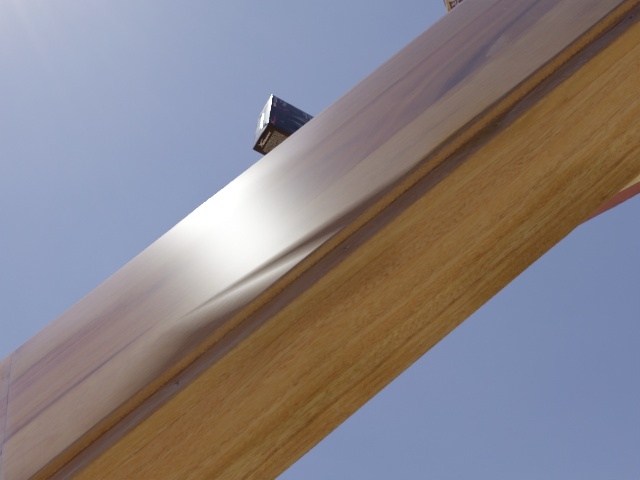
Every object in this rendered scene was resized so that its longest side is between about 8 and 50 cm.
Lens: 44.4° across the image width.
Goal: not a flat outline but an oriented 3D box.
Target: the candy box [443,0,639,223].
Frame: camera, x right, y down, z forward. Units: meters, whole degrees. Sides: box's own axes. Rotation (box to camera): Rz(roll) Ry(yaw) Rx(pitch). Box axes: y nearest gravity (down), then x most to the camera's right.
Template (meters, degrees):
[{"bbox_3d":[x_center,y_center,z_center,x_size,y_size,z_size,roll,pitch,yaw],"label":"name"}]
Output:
[{"bbox_3d":[0.230,-0.186,0.724,0.087,0.317,0.182,21,-42,-41],"label":"candy box"}]

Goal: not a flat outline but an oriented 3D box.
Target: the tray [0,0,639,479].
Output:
[{"bbox_3d":[0.000,0.000,0.444,0.410,0.203,0.076,-38,-66,-6],"label":"tray"}]

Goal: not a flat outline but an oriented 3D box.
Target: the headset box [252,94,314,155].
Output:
[{"bbox_3d":[-0.016,-0.089,0.711,0.083,0.062,0.032,26,-59,-15],"label":"headset box"}]
